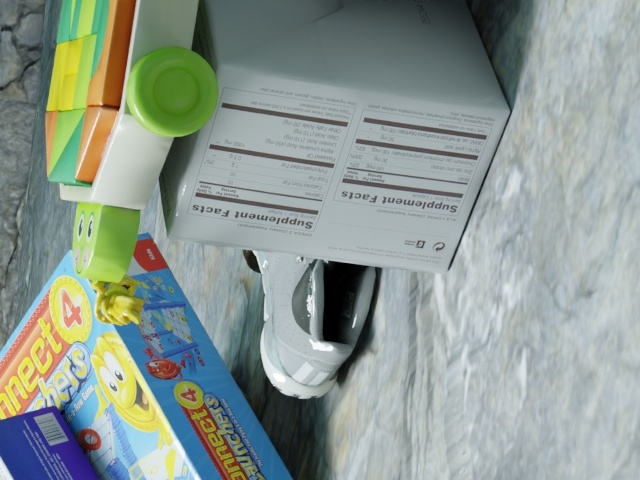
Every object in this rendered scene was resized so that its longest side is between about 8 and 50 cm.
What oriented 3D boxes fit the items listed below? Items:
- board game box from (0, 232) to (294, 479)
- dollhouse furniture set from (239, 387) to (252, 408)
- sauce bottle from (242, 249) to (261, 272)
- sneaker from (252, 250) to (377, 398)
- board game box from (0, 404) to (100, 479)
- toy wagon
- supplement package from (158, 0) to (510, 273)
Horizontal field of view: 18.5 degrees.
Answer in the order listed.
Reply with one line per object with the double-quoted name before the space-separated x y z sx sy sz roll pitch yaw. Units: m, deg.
"board game box" -0.173 0.205 1.689 0.302 0.086 0.308 57 134 21
"dollhouse furniture set" -0.136 0.204 1.788 0.151 0.144 0.123 -29 41 17
"sauce bottle" -0.059 -0.021 1.817 0.128 0.042 0.042 -108 30 -54
"sneaker" 0.000 0.000 1.558 0.132 0.086 0.229 134 131 -57
"board game box" -0.211 0.348 1.640 0.347 0.078 0.233 55 134 23
"toy wagon" -0.130 -0.116 1.317 0.267 0.068 0.344 -172 92 -72
"supplement package" -0.009 -0.121 1.395 0.262 0.204 0.145 -104 27 -52
